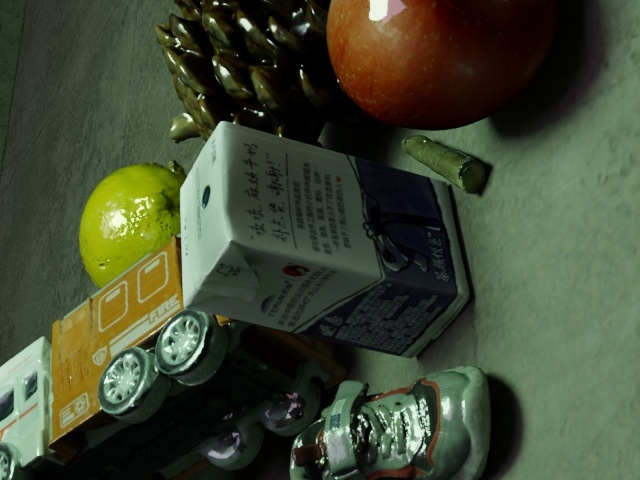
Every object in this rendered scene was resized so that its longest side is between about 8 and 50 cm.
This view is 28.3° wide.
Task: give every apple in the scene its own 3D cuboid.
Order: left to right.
[{"bbox_3d":[0.092,-0.171,1.007,0.168,0.181,0.181,126,148,-47],"label":"apple"}]

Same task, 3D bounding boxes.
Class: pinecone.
[{"bbox_3d":[-0.037,-0.173,1.240,0.257,0.243,0.243,-27,49,32],"label":"pinecone"}]

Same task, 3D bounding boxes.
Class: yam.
[{"bbox_3d":[0.105,-0.073,1.109,0.129,0.027,0.033,42,155,61],"label":"yam"}]

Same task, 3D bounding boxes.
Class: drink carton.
[{"bbox_3d":[-0.001,0.001,1.059,0.102,0.222,0.134,-51,34,43],"label":"drink carton"}]

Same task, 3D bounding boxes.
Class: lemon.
[{"bbox_3d":[-0.221,-0.004,1.612,0.173,0.173,0.206,-105,24,-48],"label":"lemon"}]

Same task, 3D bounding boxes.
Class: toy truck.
[{"bbox_3d":[-0.181,0.141,1.272,0.387,0.173,0.207,-34,45,21],"label":"toy truck"}]

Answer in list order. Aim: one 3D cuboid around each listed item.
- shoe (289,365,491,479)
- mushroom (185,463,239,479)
[{"bbox_3d":[0.041,0.154,1.008,0.227,0.125,0.099,-45,35,51],"label":"shoe"},{"bbox_3d":[-0.114,0.228,1.354,0.099,0.096,0.278,20,95,21],"label":"mushroom"}]
